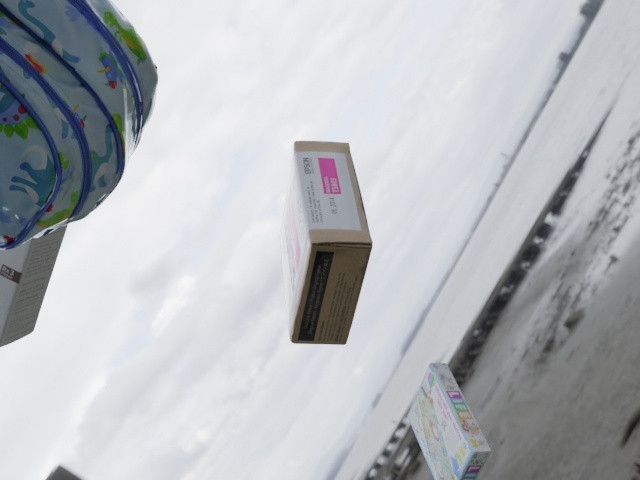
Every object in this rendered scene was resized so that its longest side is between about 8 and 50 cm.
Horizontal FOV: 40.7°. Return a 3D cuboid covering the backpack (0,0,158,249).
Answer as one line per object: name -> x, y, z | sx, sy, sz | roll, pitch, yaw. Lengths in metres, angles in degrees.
backpack -> -0.323, -0.162, 0.770 | 0.290, 0.355, 0.273 | -37, 38, 32

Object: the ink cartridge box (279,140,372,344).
ink cartridge box -> 0.000, 0.000, 1.230 | 0.235, 0.088, 0.193 | -99, 15, -49

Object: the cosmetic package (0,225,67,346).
cosmetic package -> -0.410, 0.009, 1.122 | 0.231, 0.117, 0.085 | -69, -11, 16

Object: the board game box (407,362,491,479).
board game box -> 0.163, 0.249, 1.120 | 0.154, 0.026, 0.103 | -112, 32, -50
